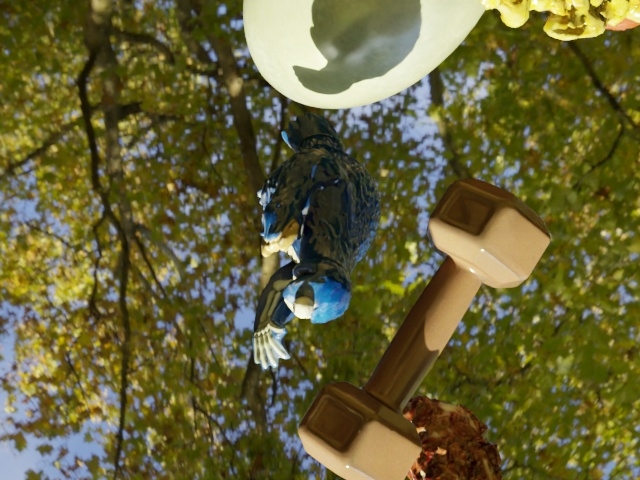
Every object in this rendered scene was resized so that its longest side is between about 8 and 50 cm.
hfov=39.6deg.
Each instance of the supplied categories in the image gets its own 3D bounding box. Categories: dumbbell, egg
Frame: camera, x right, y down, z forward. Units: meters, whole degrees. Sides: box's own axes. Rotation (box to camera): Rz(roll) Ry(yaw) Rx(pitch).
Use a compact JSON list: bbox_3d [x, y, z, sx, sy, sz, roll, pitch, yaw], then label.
[{"bbox_3d":[0.075,0.066,0.634,0.092,0.082,0.230,27,-99,36],"label":"dumbbell"},{"bbox_3d":[0.061,-0.307,1.031,0.352,0.258,0.258,-48,-118,18],"label":"egg"}]

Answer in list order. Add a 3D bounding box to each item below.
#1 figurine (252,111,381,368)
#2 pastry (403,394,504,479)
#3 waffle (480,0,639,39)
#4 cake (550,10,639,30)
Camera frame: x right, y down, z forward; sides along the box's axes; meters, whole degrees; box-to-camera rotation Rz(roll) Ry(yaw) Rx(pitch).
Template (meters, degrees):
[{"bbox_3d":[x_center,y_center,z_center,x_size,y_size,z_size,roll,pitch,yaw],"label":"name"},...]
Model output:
[{"bbox_3d":[0.001,-0.009,0.835,0.121,0.164,0.262,7,-135,-7],"label":"figurine"},{"bbox_3d":[0.141,0.255,0.900,0.097,0.115,0.208,-9,-118,-20],"label":"pastry"},{"bbox_3d":[0.185,-0.264,0.616,0.254,0.245,0.052,-5,-167,-33],"label":"waffle"},{"bbox_3d":[0.273,-0.324,0.864,0.283,0.151,0.176,14,-106,-15],"label":"cake"}]
